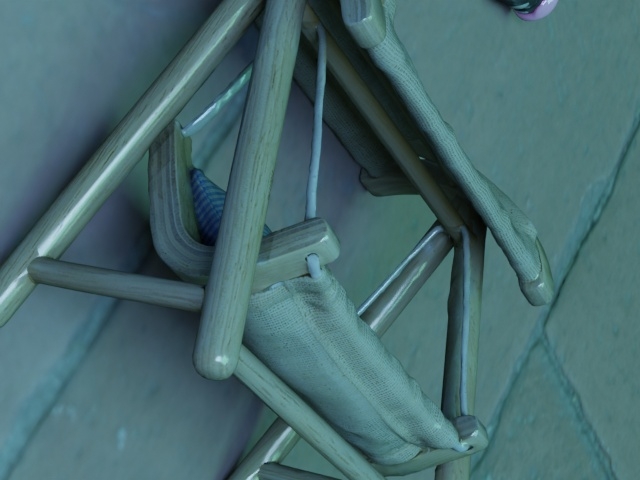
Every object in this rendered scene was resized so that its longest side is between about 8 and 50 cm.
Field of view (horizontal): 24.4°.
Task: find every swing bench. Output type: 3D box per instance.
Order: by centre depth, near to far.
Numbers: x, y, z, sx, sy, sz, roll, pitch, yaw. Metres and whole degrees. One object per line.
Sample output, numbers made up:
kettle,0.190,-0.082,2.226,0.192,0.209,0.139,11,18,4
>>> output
swing bench,0.000,0.000,0.765,0.253,0.165,0.254,49,58,-47

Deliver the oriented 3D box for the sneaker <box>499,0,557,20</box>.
sneaker,0.144,-0.216,1.026,0.057,0.047,0.119,10,88,-43
